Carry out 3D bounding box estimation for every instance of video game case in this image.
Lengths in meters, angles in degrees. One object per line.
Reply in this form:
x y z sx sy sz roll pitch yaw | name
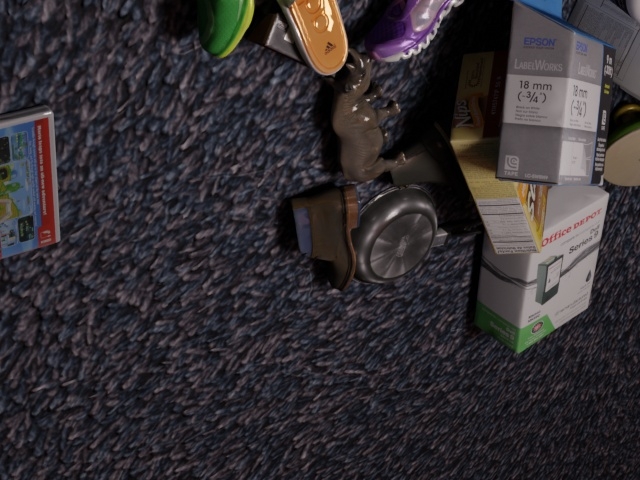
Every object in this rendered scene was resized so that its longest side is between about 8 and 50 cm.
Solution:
-0.460 -0.045 1.476 0.285 0.025 0.204 -19 132 -30 | video game case

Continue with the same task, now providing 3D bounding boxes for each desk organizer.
-0.033 -0.271 1.649 0.130 0.050 0.047 18 94 -41 | desk organizer

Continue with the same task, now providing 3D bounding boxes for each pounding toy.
0.571 -0.193 2.242 0.237 0.110 0.183 -9 146 0 | pounding toy

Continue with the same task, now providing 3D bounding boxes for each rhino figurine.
0.060 -0.186 1.790 0.106 0.073 0.243 -34 137 -20 | rhino figurine

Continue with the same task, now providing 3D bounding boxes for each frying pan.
0.164 0.014 2.073 0.326 0.053 0.197 23 106 -46 | frying pan

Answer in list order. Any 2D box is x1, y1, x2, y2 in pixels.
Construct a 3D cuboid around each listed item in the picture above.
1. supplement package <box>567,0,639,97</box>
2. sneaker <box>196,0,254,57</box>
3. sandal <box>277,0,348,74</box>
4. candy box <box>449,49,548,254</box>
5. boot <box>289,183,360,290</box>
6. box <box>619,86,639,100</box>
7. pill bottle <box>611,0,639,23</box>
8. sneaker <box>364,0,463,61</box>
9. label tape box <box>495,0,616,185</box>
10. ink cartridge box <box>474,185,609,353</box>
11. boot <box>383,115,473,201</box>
0.576 -0.339 1.975 0.199 0.263 0.198 2 120 -42 | supplement package
-0.144 -0.362 1.457 0.123 0.109 0.295 -9 129 -13 | sneaker
-0.007 -0.332 1.565 0.102 0.076 0.265 -43 127 -22 | sandal
0.299 -0.138 1.961 0.316 0.088 0.183 58 37 -49 | candy box
0.000 0.000 1.908 0.106 0.082 0.219 -7 134 -11 | boot
0.626 -0.288 2.190 0.101 0.102 0.087 5 120 -43 | box
0.469 -0.431 1.747 0.181 0.323 0.181 -23 141 -20 | pill bottle
0.143 -0.357 1.716 0.236 0.095 0.104 -45 135 -11 | sneaker
0.368 -0.252 1.834 0.241 0.106 0.333 -5 101 -62 | label tape box
0.408 0.035 2.235 0.211 0.121 0.289 -28 137 -29 | ink cartridge box
0.176 -0.108 1.975 0.137 0.077 0.198 -31 138 0 | boot
